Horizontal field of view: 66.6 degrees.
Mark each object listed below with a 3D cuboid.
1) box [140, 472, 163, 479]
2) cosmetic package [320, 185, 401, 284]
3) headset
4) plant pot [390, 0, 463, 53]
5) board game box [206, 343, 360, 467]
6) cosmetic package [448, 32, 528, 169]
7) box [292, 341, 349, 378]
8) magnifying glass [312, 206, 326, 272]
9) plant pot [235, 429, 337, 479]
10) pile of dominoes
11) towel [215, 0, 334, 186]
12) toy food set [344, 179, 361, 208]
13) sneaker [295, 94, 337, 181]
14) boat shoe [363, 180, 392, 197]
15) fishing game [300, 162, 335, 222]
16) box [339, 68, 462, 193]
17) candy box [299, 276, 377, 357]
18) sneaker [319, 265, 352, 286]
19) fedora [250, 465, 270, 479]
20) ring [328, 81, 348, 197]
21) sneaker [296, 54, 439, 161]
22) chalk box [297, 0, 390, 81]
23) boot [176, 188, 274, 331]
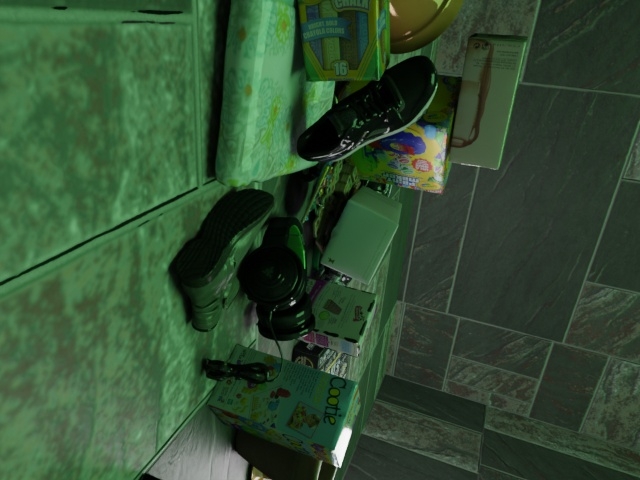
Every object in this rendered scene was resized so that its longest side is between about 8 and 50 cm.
[{"bbox_3d":[-0.267,0.518,0.817,0.153,0.108,0.207,-60,157,-44],"label":"box"},{"bbox_3d":[0.130,-0.031,1.444,0.197,0.155,0.365,-65,177,17],"label":"cosmetic package"},{"bbox_3d":[-0.113,0.123,1.042,0.394,0.185,0.243,-81,166,-45],"label":"headset"},{"bbox_3d":[0.164,-0.610,1.120,0.203,0.291,0.290,6,97,-55],"label":"plant pot"},{"bbox_3d":[-0.070,0.347,1.029,0.142,0.275,0.144,79,29,-52],"label":"board game box"},{"bbox_3d":[0.409,-0.344,1.198,0.153,0.129,0.296,-49,146,-57],"label":"cosmetic package"},{"bbox_3d":[0.010,0.425,1.642,0.395,0.097,0.318,-36,135,-65],"label":"box"},{"bbox_3d":[0.000,0.000,1.418,0.092,0.026,0.231,-60,155,-43],"label":"magnifying glass"},{"bbox_3d":[-0.073,0.483,1.195,0.263,0.229,0.263,13,90,-72],"label":"plant pot"},{"bbox_3d":[0.046,-0.096,1.366,0.196,0.040,0.251,60,47,-69],"label":"pile of dominoes"},{"bbox_3d":[-0.065,-0.280,0.906,0.374,0.090,0.320,-34,133,-65],"label":"towel"},{"bbox_3d":[0.117,-0.143,1.654,0.132,0.039,0.192,-53,151,-52],"label":"toy food set"},{"bbox_3d":[-0.005,-0.245,1.145,0.094,0.081,0.208,-36,148,-65],"label":"sneaker"},{"bbox_3d":[0.188,-0.148,1.755,0.105,0.113,0.306,-69,177,-73],"label":"boat shoe"},{"bbox_3d":[0.007,-0.123,1.166,0.264,0.041,0.189,-75,-170,-85],"label":"fishing game"},{"bbox_3d":[0.221,-0.300,1.341,0.279,0.290,0.177,70,37,-58],"label":"box"},{"bbox_3d":[0.011,0.186,1.237,0.071,0.233,0.159,85,25,-44],"label":"candy box"},{"bbox_3d":[0.022,0.130,1.408,0.153,0.101,0.268,-65,172,16],"label":"sneaker"},{"bbox_3d":[-0.125,0.605,1.372,0.194,0.079,0.194,14,90,-72],"label":"fedora"},{"bbox_3d":[0.067,-0.291,1.407,0.336,0.032,0.336,14,90,-72],"label":"ring"},{"bbox_3d":[0.079,-0.220,0.871,0.107,0.283,0.124,58,31,1],"label":"sneaker"},{"bbox_3d":[0.044,-0.388,0.808,0.132,0.132,0.213,-63,153,-52],"label":"chalk box"},{"bbox_3d":[-0.164,0.030,0.866,0.246,0.083,0.161,-56,160,-37],"label":"boot"}]
